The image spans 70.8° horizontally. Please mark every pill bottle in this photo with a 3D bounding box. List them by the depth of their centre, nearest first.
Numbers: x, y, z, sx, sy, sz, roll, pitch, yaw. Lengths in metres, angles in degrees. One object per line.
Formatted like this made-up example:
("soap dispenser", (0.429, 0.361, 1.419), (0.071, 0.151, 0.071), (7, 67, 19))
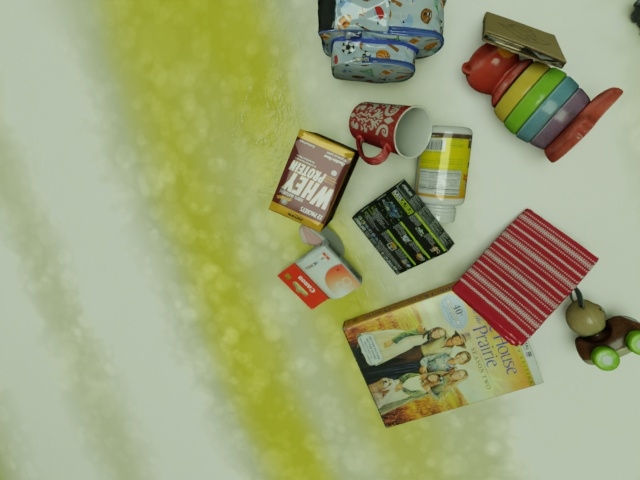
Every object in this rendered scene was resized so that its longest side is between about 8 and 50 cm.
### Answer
("pill bottle", (0.281, -0.153, 1.043), (0.117, 0.117, 0.215), (6, 103, 9))

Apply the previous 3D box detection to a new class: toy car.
("toy car", (0.636, 0.178, 1.042), (0.148, 0.155, 0.188), (-31, 82, 14))

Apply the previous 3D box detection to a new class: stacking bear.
("stacking bear", (0.441, -0.317, 0.965), (0.289, 0.164, 0.175), (43, 73, 11))

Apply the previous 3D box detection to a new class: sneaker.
("sneaker", (0.000, 0.000, 1.162), (0.134, 0.051, 0.070), (44, 139, -20))

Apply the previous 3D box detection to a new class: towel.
("towel", (0.465, 0.082, 1.039), (0.275, 0.031, 0.199), (-46, 69, -2))

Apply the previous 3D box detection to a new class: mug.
("mug", (0.135, -0.249, 1.004), (0.150, 0.169, 0.113), (-26, 124, -25))

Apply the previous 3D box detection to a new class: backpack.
("backpack", (0.129, -0.445, 0.946), (0.263, 0.276, 0.213), (-4, 105, 4))

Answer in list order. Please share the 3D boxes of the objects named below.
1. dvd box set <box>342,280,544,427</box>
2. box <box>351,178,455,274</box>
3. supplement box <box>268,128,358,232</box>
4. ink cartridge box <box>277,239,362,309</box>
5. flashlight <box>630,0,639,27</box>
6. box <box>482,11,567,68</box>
("dvd box set", (0.306, 0.283, 1.155), (0.420, 0.062, 0.308), (-21, 97, 13))
("box", (0.190, -0.026, 1.072), (0.191, 0.045, 0.184), (51, 140, -2))
("supplement box", (-0.007, -0.144, 1.054), (0.129, 0.194, 0.191), (24, 104, 4))
("ink cartridge box", (-0.006, 0.100, 1.154), (0.179, 0.045, 0.145), (-37, 107, 22))
("flashlight", (0.789, -0.535, 0.890), (0.304, 0.103, 0.103), (-36, 120, 14))
("box", (0.415, -0.418, 0.930), (0.164, 0.201, 0.021), (22, 130, 4))
